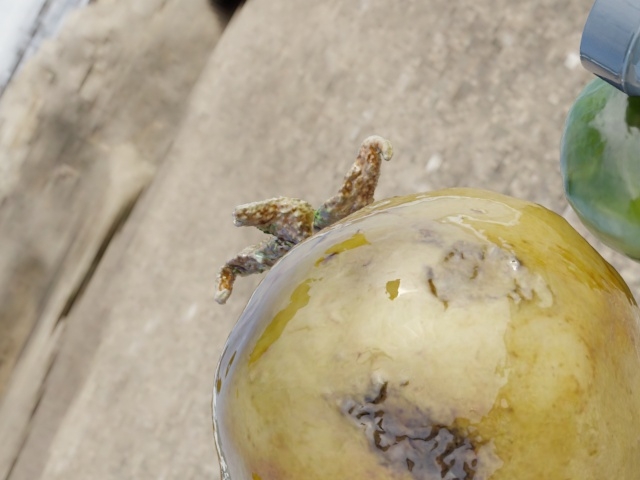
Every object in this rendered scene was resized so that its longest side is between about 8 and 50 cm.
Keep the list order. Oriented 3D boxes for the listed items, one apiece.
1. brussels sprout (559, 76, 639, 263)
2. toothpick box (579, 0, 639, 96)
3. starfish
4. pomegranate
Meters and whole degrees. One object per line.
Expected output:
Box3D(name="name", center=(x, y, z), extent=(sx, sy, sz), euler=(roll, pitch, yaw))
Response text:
Box3D(name="brussels sprout", center=(0.257, -0.062, 1.035), extent=(0.161, 0.181, 0.143), euler=(32, 135, 38))
Box3D(name="toothpick box", center=(0.253, -0.115, 0.927), extent=(0.101, 0.153, 0.101), euler=(-42, -27, -27))
Box3D(name="starfish", center=(-0.001, -0.008, 1.159), extent=(0.209, 0.150, 0.053), euler=(-57, 29, 39))
Box3D(name="pomegranate", center=(0.068, 0.099, 0.797), extent=(0.260, 0.260, 0.260), euler=(-51, 21, 29))
